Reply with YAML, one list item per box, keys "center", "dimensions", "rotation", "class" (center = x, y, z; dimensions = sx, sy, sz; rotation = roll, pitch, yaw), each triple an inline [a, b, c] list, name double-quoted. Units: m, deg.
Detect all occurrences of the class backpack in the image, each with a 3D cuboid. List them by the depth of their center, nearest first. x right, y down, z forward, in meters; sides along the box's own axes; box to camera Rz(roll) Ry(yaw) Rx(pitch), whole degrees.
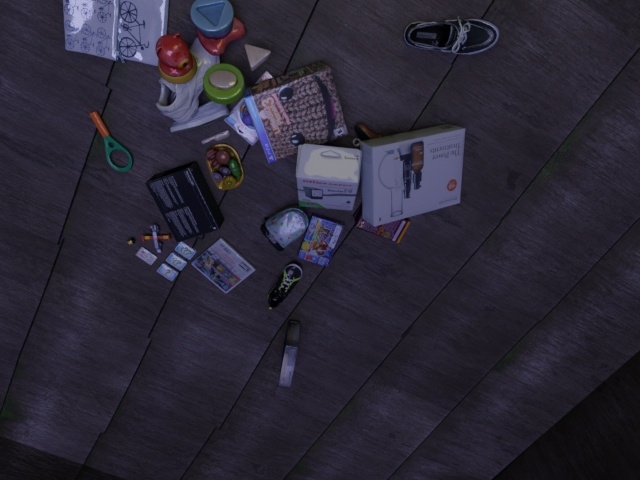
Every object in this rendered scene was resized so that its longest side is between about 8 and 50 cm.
- center: [-0.127, -0.053, 1.741]
  dimensions: [0.182, 0.115, 0.152]
  rotation: [-35, 109, 14]
  class: "backpack"

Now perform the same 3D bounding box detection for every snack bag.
- center: [-0.655, -0.744, 1.442]
  dimensions: [0.342, 0.037, 0.323]
  rotation: [12, 116, -5]
  class: "snack bag"

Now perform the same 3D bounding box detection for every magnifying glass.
- center: [-0.773, -0.362, 1.645]
  dimensions: [0.092, 0.026, 0.231]
  rotation: [-18, 117, 10]
  class: "magnifying glass"

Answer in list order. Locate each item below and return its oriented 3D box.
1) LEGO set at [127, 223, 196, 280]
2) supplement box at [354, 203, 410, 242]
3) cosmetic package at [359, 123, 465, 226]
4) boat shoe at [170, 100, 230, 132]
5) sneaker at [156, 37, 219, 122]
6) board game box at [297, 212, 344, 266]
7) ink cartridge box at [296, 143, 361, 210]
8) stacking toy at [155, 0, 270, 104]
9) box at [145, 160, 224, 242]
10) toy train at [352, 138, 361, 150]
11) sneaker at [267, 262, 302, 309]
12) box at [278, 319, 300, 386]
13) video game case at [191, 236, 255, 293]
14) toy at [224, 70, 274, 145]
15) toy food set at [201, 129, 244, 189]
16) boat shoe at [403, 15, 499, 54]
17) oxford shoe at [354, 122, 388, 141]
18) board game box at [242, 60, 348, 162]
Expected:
- center: [-0.664, 0.044, 1.831]
  dimensions: [0.244, 0.060, 0.182]
  rotation: [39, 107, -17]
  class: "LEGO set"
- center: [0.240, -0.078, 1.742]
  dimensions: [0.188, 0.081, 0.104]
  rotation: [20, 116, -10]
  class: "supplement box"
- center: [0.326, -0.234, 1.575]
  dimensions: [0.377, 0.097, 0.284]
  rotation: [-16, 121, -20]
  class: "cosmetic package"
- center: [-0.432, -0.443, 1.577]
  dimensions: [0.227, 0.079, 0.081]
  rotation: [-16, 96, 10]
  class: "boat shoe"
- center: [-0.432, -0.536, 1.455]
  dimensions: [0.114, 0.152, 0.305]
  rotation: [29, 98, 19]
  class: "sneaker"
- center: [0.000, 0.000, 1.810]
  dimensions: [0.136, 0.035, 0.201]
  rotation: [18, 116, -8]
  class: "board game box"
- center: [0.024, -0.212, 1.557]
  dimensions: [0.211, 0.289, 0.121]
  rotation: [5, 76, 1]
  class: "ink cartridge box"
- center: [-0.325, -0.590, 1.362]
  dimensions: [0.279, 0.130, 0.309]
  rotation: [34, 77, 3]
  class: "stacking toy"
- center: [-0.511, -0.146, 1.706]
  dimensions: [0.184, 0.103, 0.261]
  rotation: [-15, 115, 12]
  class: "box"
- center: [0.103, -0.291, 1.650]
  dimensions: [0.166, 0.046, 0.125]
  rotation: [-38, 113, 23]
  class: "toy train"
- center: [-0.149, 0.201, 1.879]
  dimensions: [0.084, 0.097, 0.234]
  rotation: [28, 114, -13]
  class: "sneaker"
- center: [-0.138, 0.499, 1.983]
  dimensions: [0.056, 0.183, 0.231]
  rotation: [9, 117, -4]
  class: "box"
- center: [-0.406, 0.107, 1.878]
  dimensions: [0.183, 0.023, 0.201]
  rotation: [-38, 111, 18]
  class: "video game case"
- center: [-0.219, -0.456, 1.571]
  dimensions: [0.137, 0.056, 0.237]
  rotation: [42, 110, -17]
  class: "toy"
- center: [-0.365, -0.283, 1.651]
  dimensions: [0.128, 0.071, 0.218]
  rotation: [-12, 116, 7]
  class: "toy food set"
- center: [0.426, -0.658, 1.431]
  dimensions: [0.306, 0.105, 0.113]
  rotation: [7, 117, -2]
  class: "boat shoe"
- center: [0.213, -0.359, 1.619]
  dimensions: [0.212, 0.076, 0.076]
  rotation: [38, 81, -14]
  class: "oxford shoe"
- center: [-0.084, -0.431, 1.496]
  dimensions: [0.291, 0.141, 0.232]
  rotation: [-21, 121, 0]
  class: "board game box"
